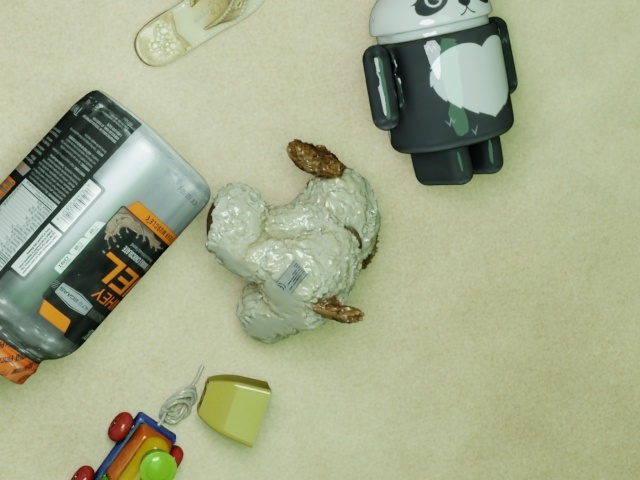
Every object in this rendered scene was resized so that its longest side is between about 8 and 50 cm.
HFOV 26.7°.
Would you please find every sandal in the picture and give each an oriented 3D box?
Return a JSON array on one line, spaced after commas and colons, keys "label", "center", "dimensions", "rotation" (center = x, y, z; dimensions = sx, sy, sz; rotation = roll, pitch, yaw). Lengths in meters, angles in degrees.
[{"label": "sandal", "center": [-0.134, -0.308, 1.740], "dimensions": [0.240, 0.079, 0.088], "rotation": [-41, 105, -8]}]

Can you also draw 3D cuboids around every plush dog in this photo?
[{"label": "plush dog", "center": [0.000, 0.000, 1.744], "dimensions": [0.225, 0.211, 0.262], "rotation": [-58, 145, -32]}]

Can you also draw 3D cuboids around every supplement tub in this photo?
[{"label": "supplement tub", "center": [-0.314, -0.001, 1.658], "dimensions": [0.207, 0.207, 0.338], "rotation": [43, 85, -16]}]

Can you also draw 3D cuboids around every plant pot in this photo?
[{"label": "plant pot", "center": [-0.120, 0.221, 1.808], "dimensions": [0.083, 0.081, 0.081], "rotation": [19, 91, -8]}]

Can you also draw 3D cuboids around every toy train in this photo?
[{"label": "toy train", "center": [-0.216, 0.273, 1.751], "dimensions": [0.105, 0.143, 0.248], "rotation": [37, 86, -17]}]

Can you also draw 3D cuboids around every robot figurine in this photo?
[{"label": "robot figurine", "center": [0.162, -0.215, 1.786], "dimensions": [0.174, 0.209, 0.278], "rotation": [-9, 101, 15]}]
